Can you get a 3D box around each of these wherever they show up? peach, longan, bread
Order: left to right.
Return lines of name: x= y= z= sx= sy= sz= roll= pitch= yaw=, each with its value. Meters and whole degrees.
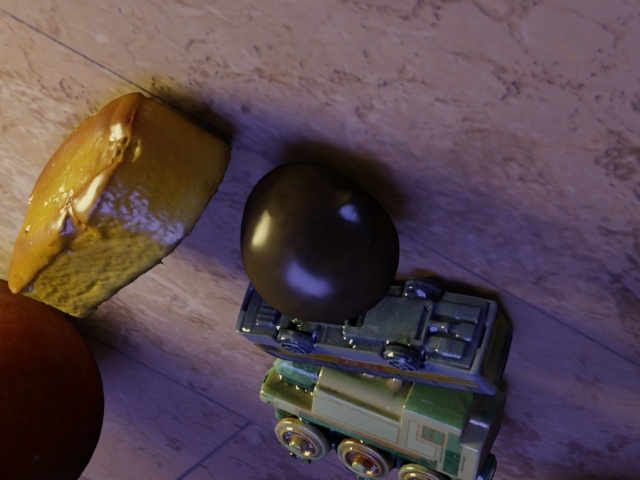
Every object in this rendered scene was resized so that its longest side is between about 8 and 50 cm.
peach: x=-0.308 y=0.145 z=1.444 sx=0.252 sy=0.252 sz=0.252 roll=19 pitch=152 yaw=10
bread: x=-0.147 y=-0.018 z=1.161 sx=0.094 sy=0.102 sz=0.245 roll=30 pitch=154 yaw=-15
longan: x=0.000 y=0.000 z=1.085 sx=0.113 sy=0.092 sz=0.113 roll=21 pitch=133 yaw=24

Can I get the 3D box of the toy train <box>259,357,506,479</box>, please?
toy train: x=0.044 y=0.126 z=1.293 sx=0.194 sy=0.081 sz=0.125 roll=20 pitch=142 yaw=13

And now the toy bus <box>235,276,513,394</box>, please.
toy bus: x=0.039 y=0.061 z=1.198 sx=0.190 sy=0.064 sz=0.075 roll=6 pitch=160 yaw=31
